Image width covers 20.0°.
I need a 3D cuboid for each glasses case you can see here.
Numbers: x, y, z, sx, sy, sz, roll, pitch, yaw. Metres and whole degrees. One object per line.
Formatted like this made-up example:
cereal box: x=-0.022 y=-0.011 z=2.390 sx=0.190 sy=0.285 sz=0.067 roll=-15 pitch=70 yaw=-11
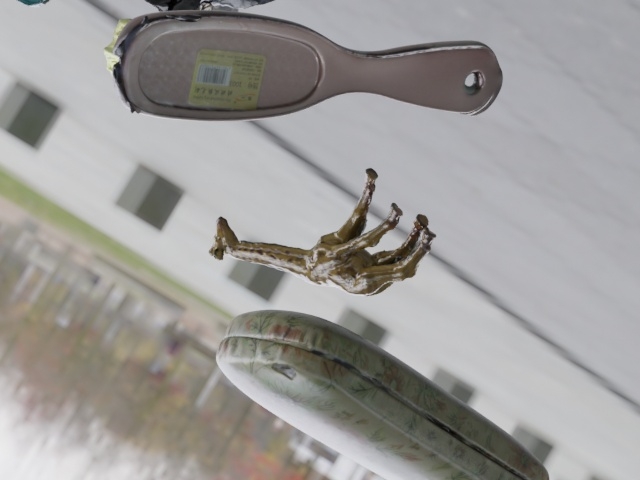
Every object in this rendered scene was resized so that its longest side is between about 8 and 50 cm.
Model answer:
glasses case: x=0.069 y=0.177 z=1.779 sx=0.156 sy=0.098 sz=0.425 roll=6 pitch=159 yaw=44

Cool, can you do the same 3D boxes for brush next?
brush: x=-0.009 y=-0.120 z=1.219 sx=0.313 sy=0.072 sz=0.067 roll=-2 pitch=-158 yaw=-34

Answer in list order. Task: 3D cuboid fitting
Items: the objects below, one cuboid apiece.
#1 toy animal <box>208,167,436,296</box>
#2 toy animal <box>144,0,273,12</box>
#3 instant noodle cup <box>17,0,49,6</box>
toy animal: x=0.004 y=0.008 z=2.137 sx=0.149 sy=0.276 sz=0.054 roll=65 pitch=-154 yaw=-20
toy animal: x=-0.111 y=-0.206 z=1.687 sx=0.273 sy=0.197 sz=0.160 roll=13 pitch=169 yaw=34
instant noodle cup: x=-0.293 y=-0.336 z=1.803 sx=0.157 sy=0.179 sz=0.070 roll=30 pitch=178 yaw=37
